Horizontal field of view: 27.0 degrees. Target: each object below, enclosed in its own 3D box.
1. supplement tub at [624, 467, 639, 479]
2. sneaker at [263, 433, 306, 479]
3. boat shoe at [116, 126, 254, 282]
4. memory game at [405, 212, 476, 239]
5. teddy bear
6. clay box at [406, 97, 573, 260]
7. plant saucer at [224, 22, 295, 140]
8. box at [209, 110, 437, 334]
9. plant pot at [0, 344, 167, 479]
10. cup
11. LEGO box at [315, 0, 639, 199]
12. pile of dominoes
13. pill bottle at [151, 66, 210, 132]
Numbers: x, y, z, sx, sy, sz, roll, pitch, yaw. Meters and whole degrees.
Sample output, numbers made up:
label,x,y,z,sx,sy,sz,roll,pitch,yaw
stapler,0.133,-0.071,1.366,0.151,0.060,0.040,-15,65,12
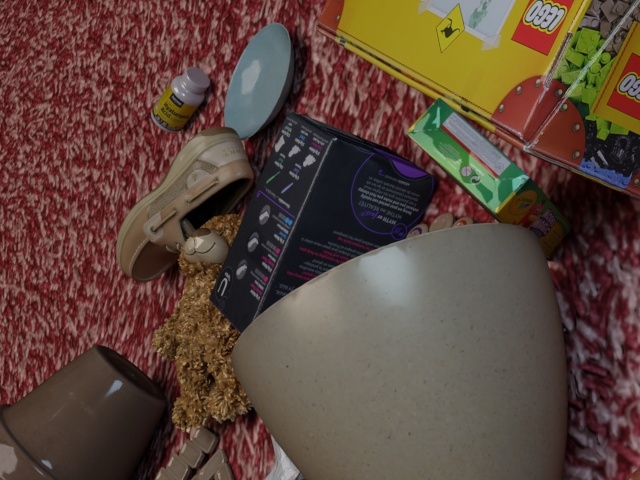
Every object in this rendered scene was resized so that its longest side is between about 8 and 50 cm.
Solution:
label,x,y,z,sx,sy,sz,roll,pitch,yaw
supplement tub,0.310,0.271,1.049,0.106,0.106,0.198,-51,34,31
sneaker,-0.033,0.276,1.686,0.061,0.053,0.152,3,82,50
boat shoe,-0.217,-0.030,2.094,0.341,0.121,0.110,-52,56,38
memory game,0.117,0.044,1.543,0.186,0.012,0.186,-34,33,26
teddy bear,-0.154,0.111,1.919,0.245,0.113,0.338,-6,69,56
clay box,0.178,-0.055,1.336,0.053,0.222,0.127,-48,64,6
plant saucer,-0.086,-0.243,2.080,0.195,0.037,0.195,-36,45,45
box,0.000,0.000,1.664,0.143,0.165,0.270,38,106,59
plant pot,-0.367,0.291,2.066,0.229,0.263,0.263,-51,31,2
cup,0.108,0.167,1.288,0.331,0.331,0.237,-42,61,41
LEGO box,0.237,-0.305,1.412,0.372,0.193,0.500,-65,30,11
pile of dominoes,-0.197,0.399,1.922,0.251,0.040,0.196,-50,35,19
pill bottle,-0.241,-0.246,2.314,0.116,0.065,0.065,-48,37,36
